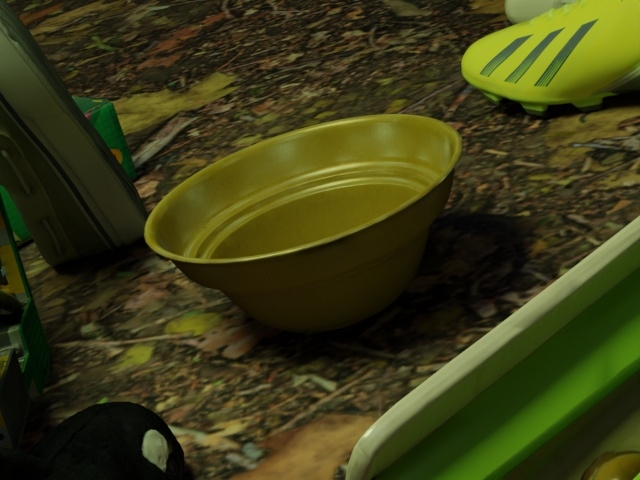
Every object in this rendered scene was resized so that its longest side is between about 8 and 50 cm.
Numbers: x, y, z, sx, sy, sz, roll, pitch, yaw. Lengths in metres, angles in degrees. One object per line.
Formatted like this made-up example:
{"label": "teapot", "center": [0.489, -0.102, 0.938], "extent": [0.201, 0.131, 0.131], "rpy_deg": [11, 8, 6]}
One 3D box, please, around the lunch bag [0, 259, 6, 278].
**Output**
{"label": "lunch bag", "center": [-0.333, 0.024, 1.224], "extent": [0.151, 0.096, 0.129], "rpy_deg": [-14, 15, -30]}

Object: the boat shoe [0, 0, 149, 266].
{"label": "boat shoe", "center": [-0.224, -0.078, 1.150], "extent": [0.094, 0.302, 0.109], "rpy_deg": [-31, 46, -1]}

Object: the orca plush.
{"label": "orca plush", "center": [-0.183, 0.153, 0.795], "extent": [0.287, 0.102, 0.151], "rpy_deg": [-32, 27, -31]}

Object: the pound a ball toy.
{"label": "pound a ball toy", "center": [0.157, 0.121, 0.633], "extent": [0.208, 0.135, 0.319], "rpy_deg": [32, 49, 29]}

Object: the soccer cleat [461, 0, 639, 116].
{"label": "soccer cleat", "center": [0.230, -0.163, 1.198], "extent": [0.289, 0.121, 0.093], "rpy_deg": [5, 31, 42]}

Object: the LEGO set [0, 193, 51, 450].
{"label": "LEGO set", "center": [-0.294, 0.039, 0.953], "extent": [0.192, 0.255, 0.331], "rpy_deg": [-16, 20, -3]}

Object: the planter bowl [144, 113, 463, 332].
{"label": "planter bowl", "center": [0.000, 0.000, 1.030], "extent": [0.217, 0.090, 0.217], "rpy_deg": [-15, 23, 7]}

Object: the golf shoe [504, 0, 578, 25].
{"label": "golf shoe", "center": [0.240, -0.212, 1.381], "extent": [0.176, 0.069, 0.086], "rpy_deg": [-5, 31, 30]}

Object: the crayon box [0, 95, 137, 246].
{"label": "crayon box", "center": [-0.321, -0.067, 1.427], "extent": [0.278, 0.081, 0.165], "rpy_deg": [8, 34, 46]}
